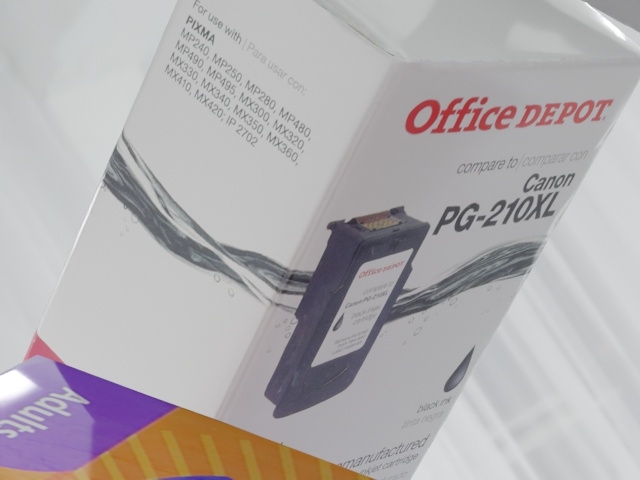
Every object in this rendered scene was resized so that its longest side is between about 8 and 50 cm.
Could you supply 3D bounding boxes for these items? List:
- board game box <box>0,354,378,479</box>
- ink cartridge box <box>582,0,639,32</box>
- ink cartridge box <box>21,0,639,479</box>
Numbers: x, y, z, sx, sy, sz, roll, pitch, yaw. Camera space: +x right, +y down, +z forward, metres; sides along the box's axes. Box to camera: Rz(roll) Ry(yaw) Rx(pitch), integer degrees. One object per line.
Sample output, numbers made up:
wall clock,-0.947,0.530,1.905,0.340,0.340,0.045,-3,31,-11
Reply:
board game box,-0.026,0.283,0.394,0.356,0.356,0.356,-28,-46,-66
ink cartridge box,0.143,-0.169,0.702,0.180,0.104,0.060,-61,-3,39
ink cartridge box,0.000,0.000,0.744,0.172,0.100,0.237,-8,-48,-51
